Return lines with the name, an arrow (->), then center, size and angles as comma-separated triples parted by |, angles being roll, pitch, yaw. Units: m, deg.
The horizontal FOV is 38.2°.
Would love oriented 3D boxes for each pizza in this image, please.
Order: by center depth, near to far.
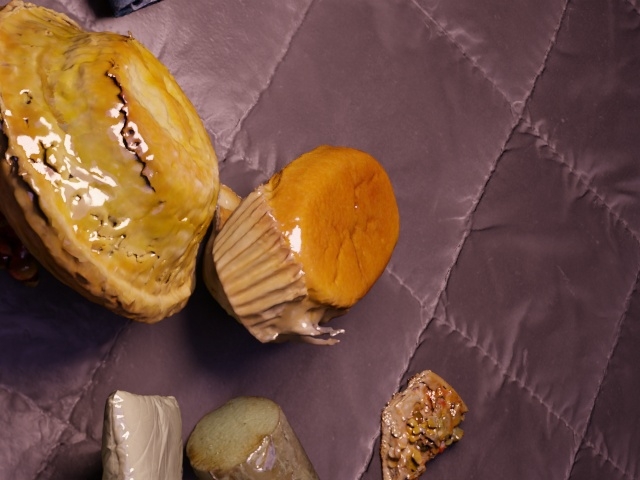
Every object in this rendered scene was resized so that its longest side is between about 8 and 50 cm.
pizza -> -0.139, 0.021, 1.419 | 0.204, 0.080, 0.188 | 54, 34, -14
pizza -> 0.175, 0.328, 1.607 | 0.226, 0.069, 0.147 | -37, 107, -34

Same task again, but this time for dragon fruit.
dragon fruit -> -0.389, -0.041, 1.214 | 0.133, 0.150, 0.208 | -3, 92, -7

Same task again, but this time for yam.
yam -> -0.075, 0.376, 1.366 | 0.161, 0.161, 0.268 | -36, 107, -34

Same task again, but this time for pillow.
pillow -> -0.225, 0.342, 1.212 | 0.076, 0.274, 0.281 | -8, 78, 4

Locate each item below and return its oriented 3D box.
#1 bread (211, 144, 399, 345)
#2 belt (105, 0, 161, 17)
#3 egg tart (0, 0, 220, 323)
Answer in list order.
bread -> -0.008, -0.010, 1.378 | 0.236, 0.183, 0.388 | 55, 29, -12
belt -> -0.251, -0.423, 1.366 | 0.218, 0.122, 0.128 | -40, 105, -40
egg tart -> -0.251, -0.116, 1.171 | 0.443, 0.178, 0.443 | 59, 16, -29
